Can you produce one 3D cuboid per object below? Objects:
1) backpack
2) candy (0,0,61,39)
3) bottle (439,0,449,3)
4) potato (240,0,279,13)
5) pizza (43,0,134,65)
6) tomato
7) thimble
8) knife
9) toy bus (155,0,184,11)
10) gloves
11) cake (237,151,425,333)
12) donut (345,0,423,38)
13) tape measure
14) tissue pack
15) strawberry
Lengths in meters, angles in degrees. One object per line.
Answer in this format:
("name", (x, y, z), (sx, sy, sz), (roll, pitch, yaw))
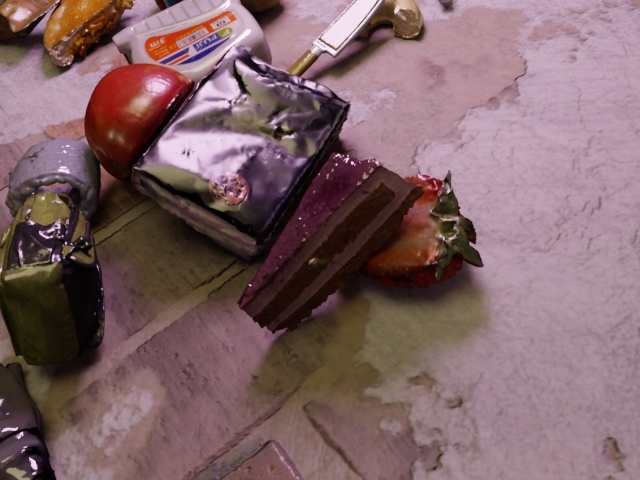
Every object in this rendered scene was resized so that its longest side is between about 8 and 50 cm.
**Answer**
("backpack", (-0.393, 0.045, 1.167), (0.140, 0.207, 0.253), (-4, 39, -10))
("candy", (-0.714, -0.507, 1.780), (0.271, 0.101, 0.143), (7, 54, 29))
("bottle", (0.244, -0.560, 1.624), (0.060, 0.060, 0.217), (-9, 47, 7))
("potato", (-0.203, -0.564, 1.607), (0.191, 0.296, 0.141), (11, 78, 41))
("pizza", (-0.497, -0.501, 1.738), (0.228, 0.081, 0.290), (-15, 47, 21))
("tomato", (-0.320, -0.217, 1.337), (0.139, 0.233, 0.200), (37, 66, -9))
("thimble", (-0.452, -0.091, 1.342), (0.151, 0.127, 0.118), (-29, 41, 15))
("knife", (0.016, -0.368, 1.496), (0.061, 0.027, 0.343), (38, 81, 26))
("toy bus", (-0.269, -0.599, 1.757), (0.265, 0.121, 0.119), (-43, 44, -21))
("gloves", (-0.443, 0.245, 1.079), (0.142, 0.119, 0.285), (-15, 34, -43))
("cake", (0.000, 0.000, 1.095), (0.295, 0.116, 0.113), (-50, 42, 6))
("donut", (0.123, -0.453, 1.556), (0.165, 0.065, 0.108), (2, 55, 19))
("tape measure", (-0.243, -0.364, 1.536), (0.258, 0.130, 0.265), (-28, 54, -7))
("tissue pack", (-0.123, -0.157, 1.279), (0.245, 0.123, 0.332), (31, 59, 2))
("strawberry", (0.113, 0.010, 1.144), (0.228, 0.098, 0.174), (-21, 61, 24))
